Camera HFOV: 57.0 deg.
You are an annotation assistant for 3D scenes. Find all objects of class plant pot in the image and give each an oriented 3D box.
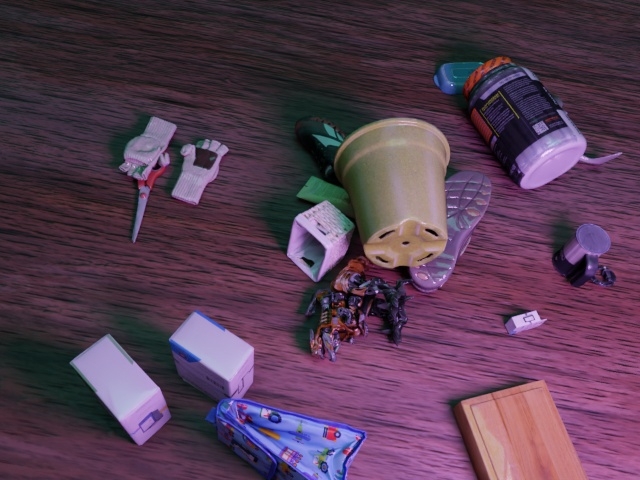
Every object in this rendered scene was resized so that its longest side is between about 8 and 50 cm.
[{"bbox_3d":[0.174,-0.086,1.322,0.276,0.276,0.253,0,56,-6],"label":"plant pot"}]

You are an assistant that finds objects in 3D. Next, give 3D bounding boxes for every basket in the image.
[{"bbox_3d":[0.000,0.000,1.398,0.113,0.167,0.103,43,59,17],"label":"basket"}]

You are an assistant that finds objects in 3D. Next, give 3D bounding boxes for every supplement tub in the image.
[{"bbox_3d":[0.544,-0.327,1.611,0.207,0.207,0.338,-19,65,-16],"label":"supplement tub"}]

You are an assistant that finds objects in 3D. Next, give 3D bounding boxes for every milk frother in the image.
[{"bbox_3d":[0.678,0.043,1.457,0.143,0.134,0.129,-6,62,-9],"label":"milk frother"}]

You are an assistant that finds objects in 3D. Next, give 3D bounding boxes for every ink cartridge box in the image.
[{"bbox_3d":[0.488,0.194,1.402,0.083,0.048,0.028,-12,63,-14],"label":"ink cartridge box"},{"bbox_3d":[-0.219,0.251,1.209,0.148,0.203,0.086,31,60,11],"label":"ink cartridge box"},{"bbox_3d":[-0.386,0.299,1.160,0.154,0.212,0.093,41,61,17],"label":"ink cartridge box"}]

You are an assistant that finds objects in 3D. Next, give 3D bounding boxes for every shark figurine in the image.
[{"bbox_3d":[0.702,-0.311,1.675,0.166,0.116,0.278,-20,63,-15],"label":"shark figurine"}]

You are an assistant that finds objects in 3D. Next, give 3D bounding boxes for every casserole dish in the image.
[{"bbox_3d":[0.441,-0.500,1.797,0.189,0.037,0.114,-4,62,-9],"label":"casserole dish"}]

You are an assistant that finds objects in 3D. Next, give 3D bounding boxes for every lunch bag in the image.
[{"bbox_3d":[-0.082,0.387,1.134,0.293,0.221,0.138,23,61,7],"label":"lunch bag"}]

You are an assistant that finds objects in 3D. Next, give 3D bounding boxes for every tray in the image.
[{"bbox_3d":[0.444,0.511,1.204,0.203,0.076,0.410,-11,63,-12],"label":"tray"}]

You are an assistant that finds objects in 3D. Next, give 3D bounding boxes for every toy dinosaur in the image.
[{"bbox_3d":[0.089,0.130,1.349,0.219,0.164,0.321,15,81,21],"label":"toy dinosaur"}]

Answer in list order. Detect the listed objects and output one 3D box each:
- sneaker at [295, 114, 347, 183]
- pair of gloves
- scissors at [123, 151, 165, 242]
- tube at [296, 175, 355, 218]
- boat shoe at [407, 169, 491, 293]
[{"bbox_3d":[0.029,-0.230,1.562,0.276,0.097,0.135,36,57,13],"label":"sneaker"},{"bbox_3d":[-0.383,-0.217,1.533,0.240,0.042,0.204,25,58,2],"label":"pair of gloves"},{"bbox_3d":[-0.440,-0.129,1.504,0.109,0.021,0.297,-8,60,-13],"label":"scissors"},{"bbox_3d":[0.065,-0.099,1.523,0.240,0.070,0.062,23,98,12],"label":"tube"},{"bbox_3d":[0.310,-0.023,1.462,0.132,0.130,0.355,29,68,14],"label":"boat shoe"}]
